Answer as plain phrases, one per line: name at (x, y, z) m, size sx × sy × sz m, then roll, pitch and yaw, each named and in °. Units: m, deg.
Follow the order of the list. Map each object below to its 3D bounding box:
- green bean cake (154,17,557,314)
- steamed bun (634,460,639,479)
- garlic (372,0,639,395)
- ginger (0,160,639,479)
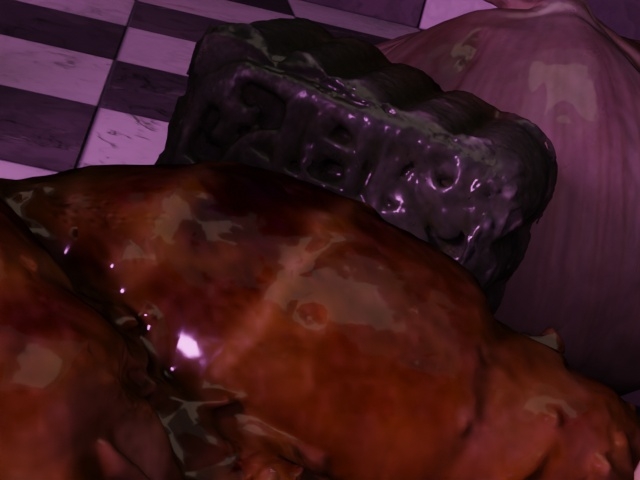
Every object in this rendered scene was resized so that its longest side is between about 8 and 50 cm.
green bean cake at (0.000, 0.000, 0.650) m, size 0.173 × 0.181 × 0.094 m, roll 28°, pitch 15°, yaw 12°
steamed bun at (0.293, 0.139, 0.354) m, size 0.428 × 0.189 × 0.247 m, roll 30°, pitch 33°, yaw 6°
garlic at (0.132, -0.034, 0.873) m, size 0.322 × 0.241 × 0.322 m, roll 34°, pitch 9°, yaw -6°
ginger at (-0.063, 0.061, 0.459) m, size 0.357 × 0.152 × 0.274 m, roll 5°, pitch 18°, yaw -25°
